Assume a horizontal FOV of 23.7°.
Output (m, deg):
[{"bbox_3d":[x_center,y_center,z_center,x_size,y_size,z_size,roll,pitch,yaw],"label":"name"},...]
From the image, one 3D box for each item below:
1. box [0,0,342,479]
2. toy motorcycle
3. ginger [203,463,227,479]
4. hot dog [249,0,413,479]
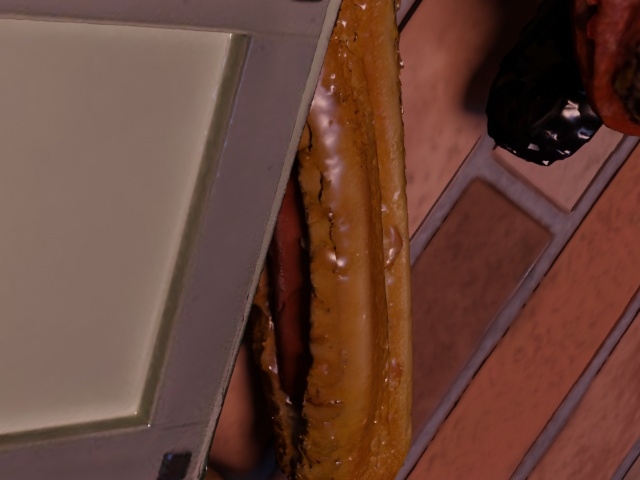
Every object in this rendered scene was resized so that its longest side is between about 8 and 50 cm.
[{"bbox_3d":[-0.125,-0.022,0.479,0.225,0.117,0.225,-3,118,-41],"label":"box"},{"bbox_3d":[0.192,-0.201,0.602,0.134,0.207,0.401,26,96,-18],"label":"toy motorcycle"},{"bbox_3d":[-0.090,0.227,0.626,0.304,0.155,0.244,-25,96,-12],"label":"ginger"},{"bbox_3d":[0.001,-0.001,0.647,0.083,0.068,0.289,-43,139,-45],"label":"hot dog"}]
